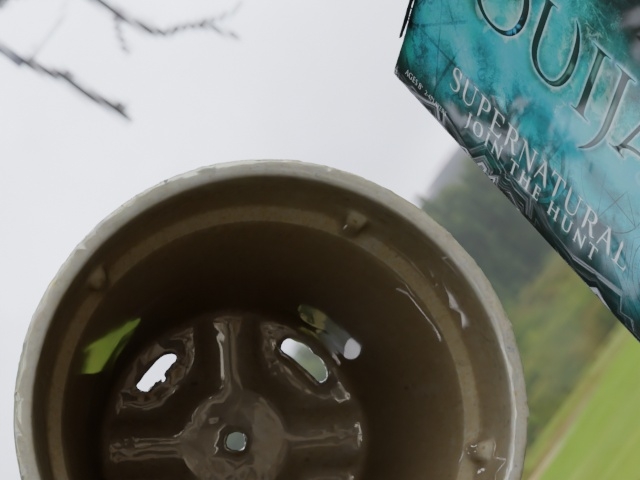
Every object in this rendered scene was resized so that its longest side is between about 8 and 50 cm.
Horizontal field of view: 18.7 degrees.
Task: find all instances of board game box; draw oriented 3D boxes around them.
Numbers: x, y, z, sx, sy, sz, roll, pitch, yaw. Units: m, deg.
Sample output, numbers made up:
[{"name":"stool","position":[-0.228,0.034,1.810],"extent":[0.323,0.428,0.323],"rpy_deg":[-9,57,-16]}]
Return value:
[{"name":"board game box","position":[0.097,-0.060,0.693],"extent":[0.026,0.186,0.126],"rpy_deg":[-12,-45,-31]}]

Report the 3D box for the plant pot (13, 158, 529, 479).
[{"name":"plant pot","position":[-0.051,0.135,1.388],"extent":[0.334,0.334,0.305],"rpy_deg":[-52,1,-13]}]
